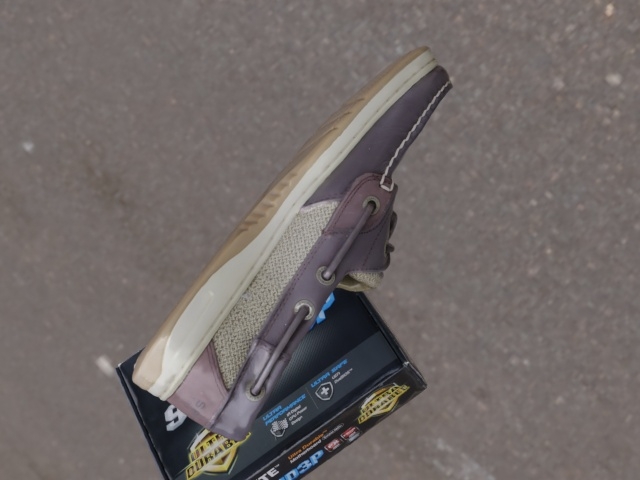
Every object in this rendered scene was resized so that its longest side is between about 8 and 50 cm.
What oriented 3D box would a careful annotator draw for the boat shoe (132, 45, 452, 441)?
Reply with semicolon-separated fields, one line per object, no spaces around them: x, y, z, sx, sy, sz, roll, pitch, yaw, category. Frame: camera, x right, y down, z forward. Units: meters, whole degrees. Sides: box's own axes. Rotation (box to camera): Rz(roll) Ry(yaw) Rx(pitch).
0.000;0.000;0.777;0.092;0.285;0.103;41;161;-6;boat shoe

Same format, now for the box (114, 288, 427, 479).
-0.045;0.113;1.021;0.175;0.220;0.051;57;-175;39;box
